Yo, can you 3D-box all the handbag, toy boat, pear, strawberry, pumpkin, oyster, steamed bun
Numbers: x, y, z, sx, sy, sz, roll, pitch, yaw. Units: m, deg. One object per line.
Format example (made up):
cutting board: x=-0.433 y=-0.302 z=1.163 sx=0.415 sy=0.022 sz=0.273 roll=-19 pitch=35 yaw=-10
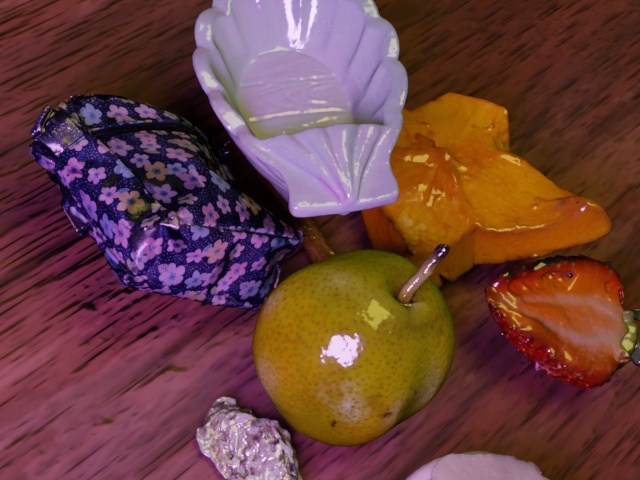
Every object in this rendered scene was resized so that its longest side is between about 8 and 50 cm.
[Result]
handbag: x=-0.144 y=-0.036 z=1.505 sx=0.208 sy=0.127 sz=0.229 roll=46 pitch=21 yaw=30
toy boat: x=-0.015 y=-0.130 z=1.608 sx=0.199 sy=0.100 sz=0.290 roll=-10 pitch=54 yaw=-10
pear: x=0.041 y=0.079 z=1.464 sx=0.180 sy=0.216 sz=0.166 roll=-4 pitch=59 yaw=-41
strawberry: x=0.238 y=0.084 z=1.675 sx=0.192 sy=0.085 sz=0.140 roll=-21 pitch=81 yaw=-37
pumpkin: x=0.113 y=-0.074 z=1.717 sx=0.258 sy=0.095 sz=0.290 roll=-14 pitch=53 yaw=-29
oyster: x=-0.057 y=0.180 z=1.442 sx=0.100 sy=0.037 sz=0.098 roll=25 pitch=43 yaw=-10
steamed bun: x=0.139 y=0.266 z=1.439 sx=0.183 sy=0.106 sz=0.183 roll=19 pitch=42 yaw=-18

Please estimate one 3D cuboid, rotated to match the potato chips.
potato chips: x=0.000 y=0.000 z=1.643 sx=0.026 sy=0.037 sz=0.204 roll=-10 pitch=53 yaw=-49
